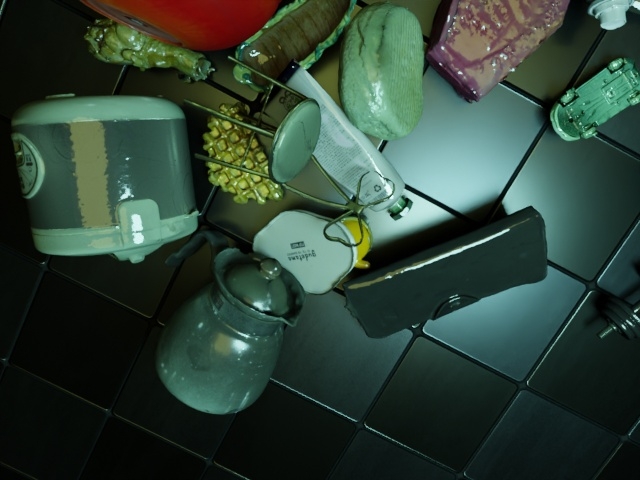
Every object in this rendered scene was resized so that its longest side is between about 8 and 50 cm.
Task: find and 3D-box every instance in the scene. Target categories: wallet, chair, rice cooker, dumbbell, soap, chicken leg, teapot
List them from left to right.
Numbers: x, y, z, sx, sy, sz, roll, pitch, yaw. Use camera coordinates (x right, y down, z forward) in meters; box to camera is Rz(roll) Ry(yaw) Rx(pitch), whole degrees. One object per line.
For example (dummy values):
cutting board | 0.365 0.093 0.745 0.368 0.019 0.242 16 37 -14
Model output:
rice cooker | -0.361 -0.104 0.827 0.289 0.288 0.276 -2 103 4
chicken leg | -0.307 -0.337 0.857 0.228 0.103 0.088 17 87 -4
teapot | -0.160 0.120 0.899 0.224 0.305 0.285 19 117 -31
chair | -0.040 -0.150 0.773 0.326 0.170 0.159 28 60 14
wallet | 0.233 0.075 0.899 0.378 0.051 0.197 -22 134 6
soap | 0.309 -0.397 0.808 0.182 0.112 0.289 44 100 -10
dumbbell | 0.613 0.117 0.906 0.208 0.099 0.099 -42 97 10

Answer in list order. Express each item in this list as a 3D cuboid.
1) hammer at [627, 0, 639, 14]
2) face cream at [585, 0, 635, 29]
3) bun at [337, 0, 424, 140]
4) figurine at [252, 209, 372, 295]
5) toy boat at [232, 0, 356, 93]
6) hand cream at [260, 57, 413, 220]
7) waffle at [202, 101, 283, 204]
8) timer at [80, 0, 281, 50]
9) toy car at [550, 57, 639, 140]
hammer | 0.616 -0.557 0.709 0.169 0.044 0.439 26 125 0
face cream | 0.454 -0.482 0.765 0.073 0.073 0.283 -4 87 4
bun | 0.100 -0.278 0.812 0.109 0.221 0.221 5 104 33
figurine | 0.000 0.000 0.928 0.250 0.141 0.166 2 113 39
toy boat | -0.028 -0.350 0.800 0.293 0.099 0.108 -24 98 39
hand cream | 0.038 -0.166 0.870 0.336 0.076 0.121 43 132 -14
waffle | -0.145 -0.165 0.913 0.161 0.046 0.191 7 100 4
timer | -0.225 -0.443 0.687 0.378 0.378 0.279 23 96 -2
toy car | 0.487 -0.250 0.855 0.186 0.058 0.093 -35 98 -2
